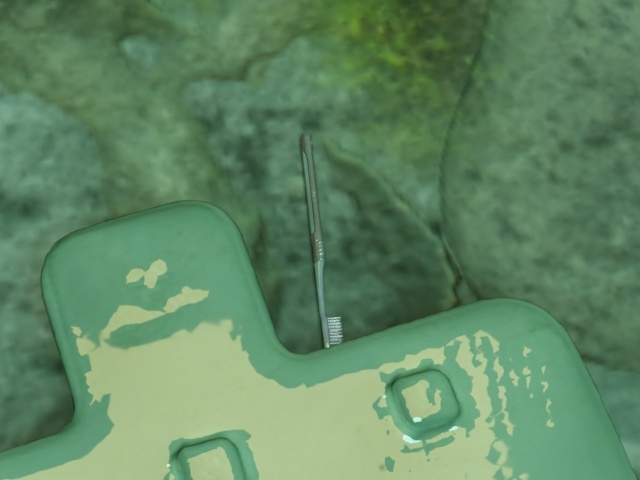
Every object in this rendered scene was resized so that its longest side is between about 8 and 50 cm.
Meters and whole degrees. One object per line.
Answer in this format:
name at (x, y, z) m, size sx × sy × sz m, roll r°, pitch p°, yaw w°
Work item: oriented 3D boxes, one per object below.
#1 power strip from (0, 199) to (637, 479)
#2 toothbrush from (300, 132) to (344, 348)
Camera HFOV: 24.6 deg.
power strip at (-0.036, 0.082, 0.489) m, size 0.264 × 0.059 × 0.194 m, roll -16°, pitch 68°, yaw -11°
toothbrush at (0.000, 0.000, 0.568) m, size 0.008 × 0.006 × 0.097 m, roll -4°, pitch 63°, yaw -7°
